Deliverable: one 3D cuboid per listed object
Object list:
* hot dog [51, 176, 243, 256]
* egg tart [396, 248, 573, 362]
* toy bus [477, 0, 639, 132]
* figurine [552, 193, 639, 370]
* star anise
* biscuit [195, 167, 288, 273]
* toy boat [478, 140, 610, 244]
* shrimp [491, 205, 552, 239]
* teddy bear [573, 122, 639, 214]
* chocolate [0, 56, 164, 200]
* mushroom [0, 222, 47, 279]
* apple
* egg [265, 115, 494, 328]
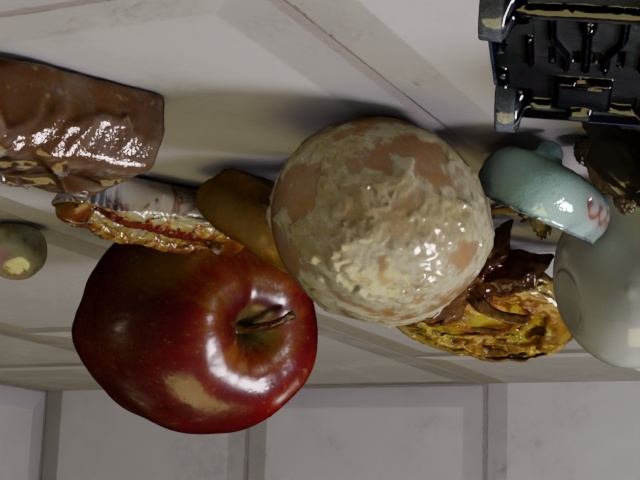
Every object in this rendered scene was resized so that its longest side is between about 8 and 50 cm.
[{"bbox_3d":[-0.197,-0.031,1.642,0.252,0.069,0.131,13,164,-38],"label":"hot dog"},{"bbox_3d":[0.219,0.075,1.966,0.297,0.132,0.297,6,155,3],"label":"egg tart"},{"bbox_3d":[0.168,-0.151,0.873,0.125,0.133,0.292,5,171,10],"label":"toy bus"},{"bbox_3d":[0.455,0.049,1.626,0.394,0.227,0.274,-10,142,-15],"label":"figurine"},{"bbox_3d":[0.172,0.050,1.750,0.212,0.111,0.196,-24,134,24],"label":"star anise"},{"bbox_3d":[-0.001,0.001,1.593,0.274,0.091,0.213,20,-171,-43],"label":"biscuit"},{"bbox_3d":[0.233,-0.055,1.440,0.134,0.079,0.207,29,-176,23],"label":"toy boat"},{"bbox_3d":[0.241,-0.025,1.709,0.083,0.023,0.114,1,163,19],"label":"shrimp"},{"bbox_3d":[0.290,-0.073,1.326,0.078,0.119,0.160,-36,175,10],"label":"teddy bear"},{"bbox_3d":[-0.254,-0.096,1.292,0.214,0.093,0.148,12,166,-41],"label":"chocolate"},{"bbox_3d":[-0.406,0.011,1.885,0.083,0.067,0.083,-4,133,-4],"label":"mushroom"},{"bbox_3d":[-0.164,0.112,1.838,0.317,0.288,0.288,4,172,45],"label":"apple"},{"bbox_3d":[0.061,-0.019,1.357,0.203,0.203,0.245,-8,164,39],"label":"egg"}]
